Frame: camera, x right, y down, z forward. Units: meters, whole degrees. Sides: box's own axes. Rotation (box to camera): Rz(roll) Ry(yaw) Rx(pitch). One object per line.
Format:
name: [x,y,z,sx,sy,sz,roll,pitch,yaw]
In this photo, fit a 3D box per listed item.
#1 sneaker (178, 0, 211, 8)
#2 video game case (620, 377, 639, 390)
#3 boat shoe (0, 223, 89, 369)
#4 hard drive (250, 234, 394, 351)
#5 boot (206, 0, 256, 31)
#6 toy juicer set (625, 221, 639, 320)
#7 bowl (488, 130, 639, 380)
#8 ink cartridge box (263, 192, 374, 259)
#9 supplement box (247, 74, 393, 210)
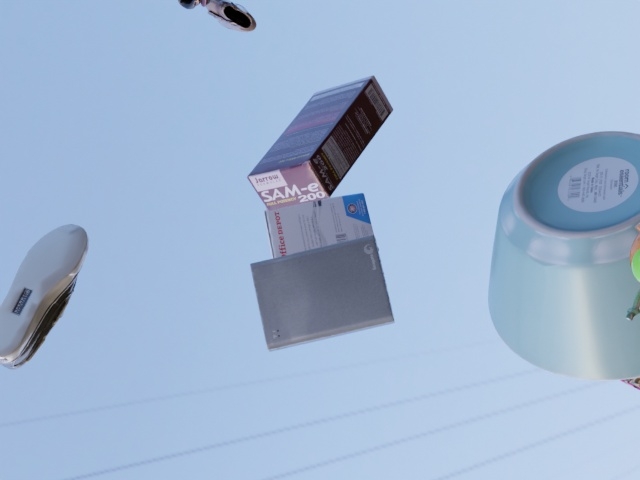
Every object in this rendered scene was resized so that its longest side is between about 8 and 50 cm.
sneaker: [-0.152,-0.402,1.680,0.162,0.106,0.281,-59,-11,-2]
video game case: [0.525,0.132,1.515,0.210,0.232,0.041,24,-146,-14]
boat shoe: [-0.391,0.078,1.598,0.219,0.078,0.070,-59,-22,-15]
hard drive: [0.002,0.055,1.187,0.022,0.135,0.094,60,-163,-76]
boot: [-0.128,-0.341,1.750,0.118,0.087,0.042,19,-80,-38]
toy juicer set: [0.376,0.033,0.985,0.329,0.089,0.209,-12,-102,-33]
bowl: [0.325,-0.008,1.305,0.311,0.312,0.163,-58,-42,-34]
ink cartridge box: [0.000,0.000,2.108,0.082,0.191,0.139,89,171,-59]
supplement box: [0.003,-0.152,1.770,0.073,0.130,0.239,58,-135,-24]
